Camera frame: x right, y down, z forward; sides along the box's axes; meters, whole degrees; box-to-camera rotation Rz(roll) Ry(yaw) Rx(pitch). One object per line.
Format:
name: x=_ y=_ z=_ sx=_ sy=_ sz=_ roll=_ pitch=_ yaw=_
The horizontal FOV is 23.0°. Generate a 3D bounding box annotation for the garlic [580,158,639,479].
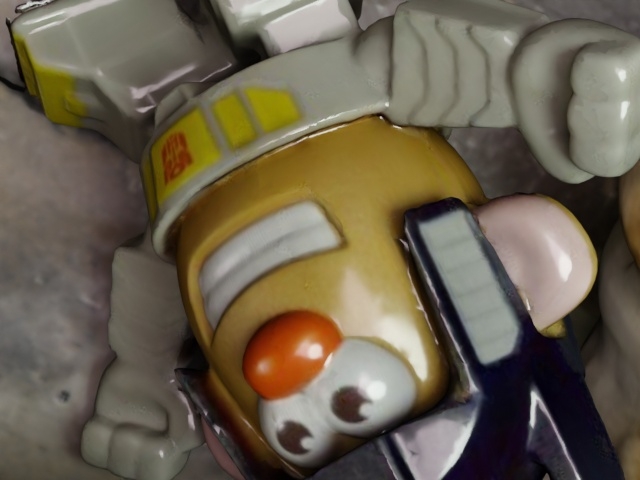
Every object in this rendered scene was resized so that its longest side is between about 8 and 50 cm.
garlic: x=0.194 y=0.046 z=0.619 sx=0.203 sy=0.185 sz=0.281 roll=-12 pitch=103 yaw=-29

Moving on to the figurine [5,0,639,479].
figurine: x=0.004 y=-0.002 z=0.605 sx=0.143 sy=0.308 sz=0.308 roll=-20 pitch=93 yaw=-35
